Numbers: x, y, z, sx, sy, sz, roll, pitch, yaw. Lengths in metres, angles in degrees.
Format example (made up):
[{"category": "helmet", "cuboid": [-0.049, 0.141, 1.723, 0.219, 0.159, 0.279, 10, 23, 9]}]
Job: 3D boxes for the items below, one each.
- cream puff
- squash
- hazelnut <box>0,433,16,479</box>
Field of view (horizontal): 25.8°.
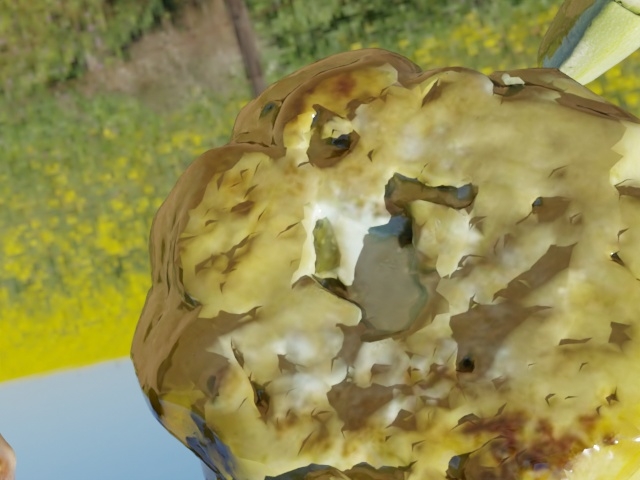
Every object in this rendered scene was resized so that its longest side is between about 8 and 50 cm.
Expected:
[{"category": "cream puff", "cuboid": [0.065, 0.062, 0.801, 0.324, 0.291, 0.257, 8, 158, 12]}, {"category": "squash", "cuboid": [0.249, -0.193, 1.276, 0.094, 0.094, 0.224, -13, 164, -19]}, {"category": "hazelnut", "cuboid": [-0.257, 0.149, 0.826, 0.150, 0.150, 0.150, -14, 178, -1]}]
